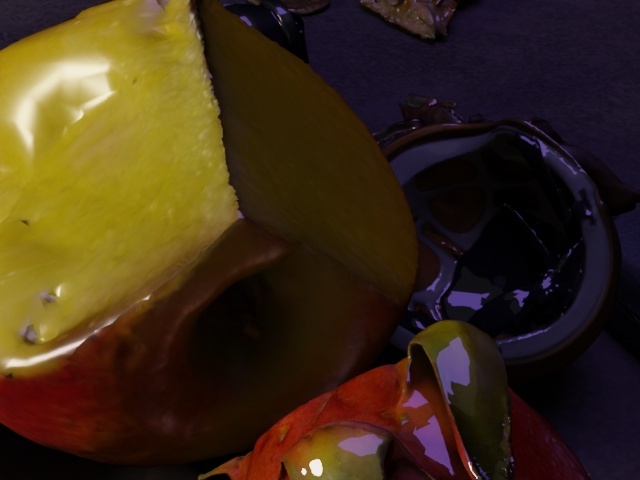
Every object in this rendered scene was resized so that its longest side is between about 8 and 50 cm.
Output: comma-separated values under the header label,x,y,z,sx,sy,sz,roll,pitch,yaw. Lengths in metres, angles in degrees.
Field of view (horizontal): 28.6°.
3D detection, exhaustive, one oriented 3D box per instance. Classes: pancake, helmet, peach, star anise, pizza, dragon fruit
label,x,y,z,sx,sy,sz,roll,pitch,yaw
pancake,-0.042,-0.312,1.610,0.115,0.011,0.115,3,29,-2
helmet,0.128,0.019,0.944,0.198,0.130,0.224,-50,49,-5
peach,-0.117,-0.005,0.866,0.306,0.242,0.380,-39,44,13
star anise,0.157,-0.063,1.145,0.288,0.088,0.288,11,31,-7
pizza,0.124,-0.329,1.606,0.147,0.069,0.226,16,33,15
dragon fruit,0.052,0.173,0.619,0.224,0.224,0.227,-14,56,-27

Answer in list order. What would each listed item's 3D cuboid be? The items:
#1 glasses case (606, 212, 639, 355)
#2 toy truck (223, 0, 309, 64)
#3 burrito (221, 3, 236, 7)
label,x,y,z,sx,sy,sz,roll,pitch,yaw
glasses case,0.328,0.080,0.944,0.131,0.074,0.323,-10,34,-24
toy truck,-0.118,-0.132,1.152,0.224,0.165,0.147,-14,36,-27
burrito,-0.103,-0.241,1.456,0.074,0.044,0.118,4,27,-8
